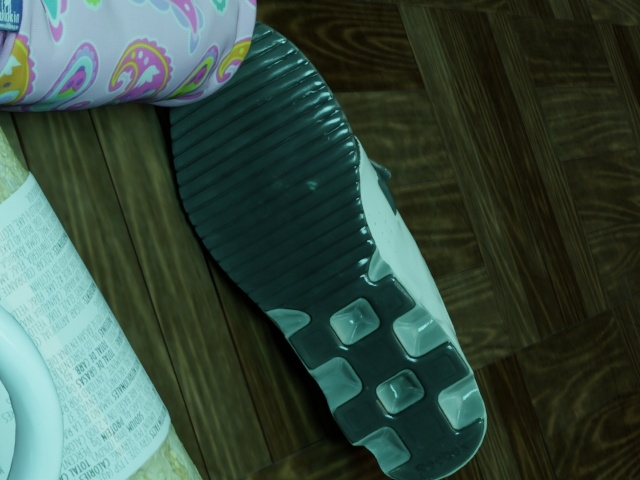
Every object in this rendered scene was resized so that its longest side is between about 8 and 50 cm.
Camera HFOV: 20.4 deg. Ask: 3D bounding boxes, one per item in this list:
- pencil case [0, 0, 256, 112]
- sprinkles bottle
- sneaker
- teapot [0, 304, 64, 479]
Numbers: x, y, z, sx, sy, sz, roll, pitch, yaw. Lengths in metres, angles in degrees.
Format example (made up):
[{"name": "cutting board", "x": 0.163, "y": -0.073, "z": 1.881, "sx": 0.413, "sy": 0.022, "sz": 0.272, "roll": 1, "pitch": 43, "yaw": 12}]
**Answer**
[{"name": "pencil case", "x": -0.142, "y": -0.131, "z": 0.976, "sx": 0.284, "sy": 0.124, "sz": 0.124, "roll": -9, "pitch": 80, "yaw": -66}, {"name": "sprinkles bottle", "x": -0.142, "y": 0.071, "z": 0.824, "sx": 0.355, "sy": 0.121, "sz": 0.121, "roll": 62, "pitch": 26, "yaw": -17}, {"name": "sneaker", "x": 0.000, "y": 0.000, "z": 1.207, "sx": 0.330, "sy": 0.122, "sz": 0.146, "roll": 63, "pitch": 7, "yaw": -12}, {"name": "teapot", "x": -0.219, "y": 0.126, "z": 0.456, "sx": 0.256, "sy": 0.252, "sz": 0.187, "roll": -57, "pitch": 135, "yaw": -48}]
